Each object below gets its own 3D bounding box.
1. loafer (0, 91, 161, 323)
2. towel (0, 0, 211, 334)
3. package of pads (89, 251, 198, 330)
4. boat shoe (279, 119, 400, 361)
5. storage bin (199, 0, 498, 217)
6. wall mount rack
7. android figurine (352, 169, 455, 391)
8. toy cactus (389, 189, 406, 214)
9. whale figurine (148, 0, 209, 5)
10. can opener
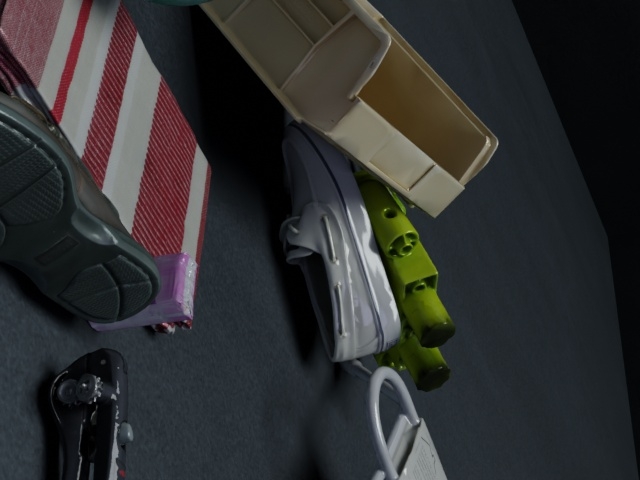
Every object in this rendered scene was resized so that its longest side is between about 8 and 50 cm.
[{"bbox_3d":[-0.202,-0.034,1.003,0.267,0.096,0.084,55,8,-52],"label":"loafer"},{"bbox_3d":[-0.178,-0.108,1.196,0.237,0.037,0.329,-87,156,-49],"label":"towel"},{"bbox_3d":[-0.137,0.040,1.117,0.032,0.083,0.050,61,26,-50],"label":"package of pads"},{"bbox_3d":[0.000,0.000,1.548,0.096,0.088,0.268,-22,-94,69],"label":"boat shoe"},{"bbox_3d":[0.031,-0.177,1.512,0.260,0.123,0.262,51,10,34],"label":"storage bin"},{"bbox_3d":[0.079,0.273,1.524,0.304,0.130,0.350,-59,132,-61],"label":"wall mount rack"},{"bbox_3d":[0.070,0.032,1.632,0.248,0.056,0.273,90,-24,-52],"label":"android figurine"},{"bbox_3d":[0.085,-0.123,1.900,0.180,0.112,0.219,45,42,-39],"label":"toy cactus"},{"bbox_3d":[-0.157,-0.291,1.221,0.272,0.141,0.216,37,-19,49],"label":"whale figurine"},{"bbox_3d":[-0.157,0.161,1.003,0.073,0.059,0.186,51,29,-52],"label":"can opener"}]
